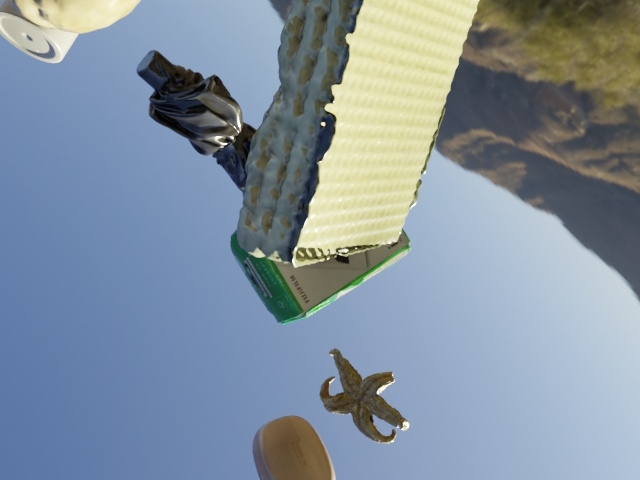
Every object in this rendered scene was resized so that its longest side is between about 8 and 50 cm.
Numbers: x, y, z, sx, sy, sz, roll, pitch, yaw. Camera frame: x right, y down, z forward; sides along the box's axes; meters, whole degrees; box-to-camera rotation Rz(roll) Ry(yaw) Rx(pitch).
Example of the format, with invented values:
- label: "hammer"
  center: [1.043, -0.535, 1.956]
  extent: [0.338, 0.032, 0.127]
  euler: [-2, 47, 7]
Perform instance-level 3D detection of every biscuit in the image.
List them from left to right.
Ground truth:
- label: "biscuit"
  center: [0.032, -0.113, 0.423]
  extent: [0.052, 0.252, 0.150]
  euler: [24, -162, 24]

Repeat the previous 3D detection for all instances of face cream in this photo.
- label: "face cream"
  center: [-0.230, -0.298, 0.803]
  extent: [0.077, 0.250, 0.077]
  euler: [23, 161, 8]

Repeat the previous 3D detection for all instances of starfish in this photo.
- label: "starfish"
  center: [0.078, 0.298, 1.550]
  extent: [0.209, 0.150, 0.053]
  euler: [59, 179, 14]

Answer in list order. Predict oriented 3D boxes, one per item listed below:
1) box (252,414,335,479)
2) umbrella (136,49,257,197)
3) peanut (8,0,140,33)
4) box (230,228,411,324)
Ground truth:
- label: "box"
  center: [-0.054, 0.448, 1.611]
  extent: [0.146, 0.088, 0.200]
  euler: [-15, -120, -22]
- label: "umbrella"
  center: [-0.131, -0.149, 1.069]
  extent: [0.272, 0.110, 0.122]
  euler: [44, -173, -36]
- label: "peanut"
  center: [-0.132, -0.257, 0.568]
  extent: [0.124, 0.256, 0.123]
  euler: [28, 159, 12]
- label: "box"
  center: [0.000, 0.000, 1.235]
  extent: [0.250, 0.103, 0.180]
  euler: [-32, -89, -28]
